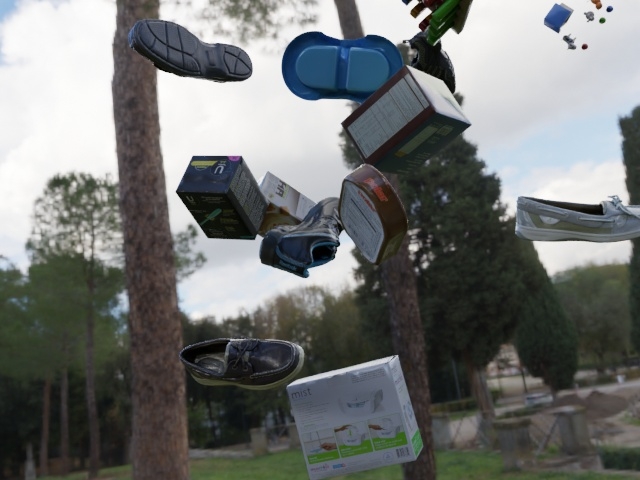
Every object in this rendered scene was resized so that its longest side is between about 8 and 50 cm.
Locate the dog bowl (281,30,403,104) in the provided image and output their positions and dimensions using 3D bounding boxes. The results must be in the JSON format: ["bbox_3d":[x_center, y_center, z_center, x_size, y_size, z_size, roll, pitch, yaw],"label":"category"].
[{"bbox_3d":[0.056,-0.419,1.630,0.297,0.165,0.074,6,11,9],"label":"dog bowl"}]

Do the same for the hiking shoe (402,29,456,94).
[{"bbox_3d":[0.335,-0.534,2.023,0.114,0.086,0.227,-20,-60,23],"label":"hiking shoe"}]

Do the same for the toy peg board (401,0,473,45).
[{"bbox_3d":[0.219,-0.491,1.365,0.079,0.160,0.161,-45,-8,-5],"label":"toy peg board"}]

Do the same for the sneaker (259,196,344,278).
[{"bbox_3d":[0.000,0.000,1.636,0.140,0.125,0.341,27,38,25],"label":"sneaker"}]

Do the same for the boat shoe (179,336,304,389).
[{"bbox_3d":[-0.173,0.253,1.403,0.285,0.102,0.092,-6,-31,28],"label":"boat shoe"}]

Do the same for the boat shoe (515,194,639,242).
[{"bbox_3d":[0.618,-0.059,1.543,0.321,0.103,0.118,-1,19,17],"label":"boat shoe"}]

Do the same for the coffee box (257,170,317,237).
[{"bbox_3d":[-0.093,-0.060,1.839,0.246,0.098,0.141,32,-45,-20],"label":"coffee box"}]

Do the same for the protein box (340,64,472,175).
[{"bbox_3d":[0.197,-0.265,1.519,0.201,0.136,0.200,-38,-20,29],"label":"protein box"}]

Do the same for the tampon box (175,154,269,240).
[{"bbox_3d":[-0.198,-0.088,1.374,0.120,0.101,0.161,3,-34,22],"label":"tampon box"}]

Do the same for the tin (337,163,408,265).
[{"bbox_3d":[0.067,-0.029,0.891,0.040,0.106,0.189,-35,-16,-14],"label":"tin"}]

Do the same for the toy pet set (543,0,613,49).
[{"bbox_3d":[0.573,-0.494,1.511,0.065,0.114,0.122,-42,-18,-32],"label":"toy pet set"}]

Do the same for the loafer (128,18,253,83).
[{"bbox_3d":[-0.285,-0.388,1.433,0.095,0.109,0.303,-14,-12,42],"label":"loafer"}]

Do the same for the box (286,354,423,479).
[{"bbox_3d":[0.080,0.417,1.577,0.262,0.231,0.127,-18,-7,16],"label":"box"}]
